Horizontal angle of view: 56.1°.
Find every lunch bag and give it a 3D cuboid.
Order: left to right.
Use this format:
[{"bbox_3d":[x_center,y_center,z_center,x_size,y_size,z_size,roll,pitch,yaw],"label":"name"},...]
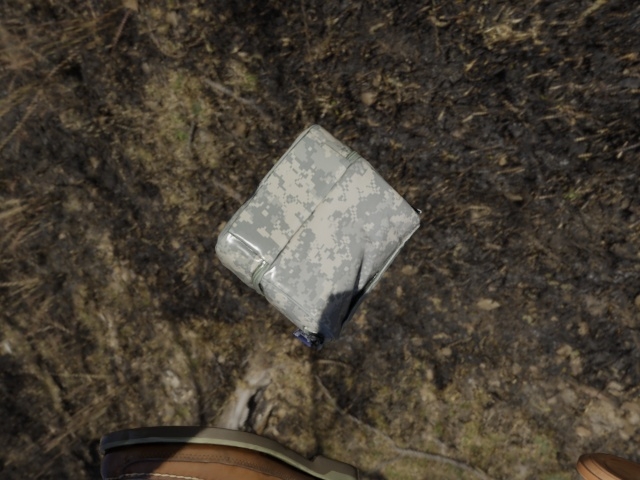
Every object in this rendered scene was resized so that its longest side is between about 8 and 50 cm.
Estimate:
[{"bbox_3d":[0.000,0.000,1.048,0.256,0.305,0.212,37,165,8],"label":"lunch bag"}]

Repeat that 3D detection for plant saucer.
[{"bbox_3d":[0.240,0.185,0.459,0.083,0.083,0.013,20,95,36],"label":"plant saucer"}]

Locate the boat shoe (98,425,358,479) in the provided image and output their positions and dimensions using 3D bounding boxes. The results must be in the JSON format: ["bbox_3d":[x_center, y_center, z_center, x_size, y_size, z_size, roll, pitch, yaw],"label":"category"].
[{"bbox_3d":[-0.070,0.255,0.582,0.307,0.104,0.110,26,142,-34],"label":"boat shoe"}]
